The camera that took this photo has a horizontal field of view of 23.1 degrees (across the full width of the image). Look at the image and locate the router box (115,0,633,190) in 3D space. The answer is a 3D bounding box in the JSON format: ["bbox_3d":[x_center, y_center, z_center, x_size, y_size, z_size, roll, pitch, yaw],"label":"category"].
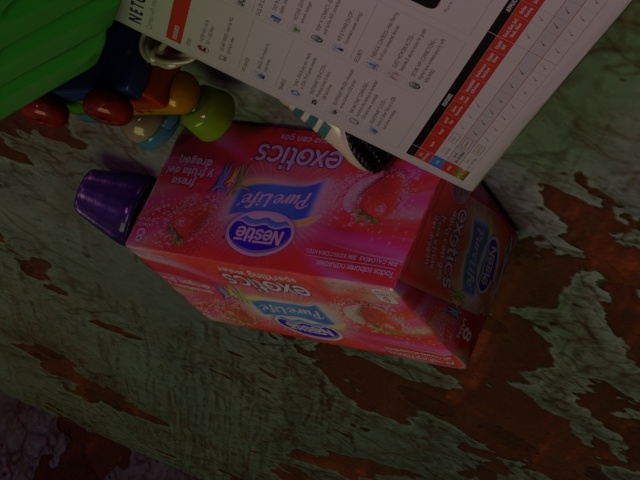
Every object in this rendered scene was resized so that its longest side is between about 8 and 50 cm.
[{"bbox_3d":[0.025,-0.182,1.010,0.301,0.082,0.335,26,159,-3],"label":"router box"}]

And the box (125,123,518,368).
[{"bbox_3d":[0.000,0.000,1.391,0.300,0.142,0.154,9,155,36],"label":"box"}]

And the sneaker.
[{"bbox_3d":[0.004,-0.116,1.251,0.075,0.057,0.161,28,168,43],"label":"sneaker"}]

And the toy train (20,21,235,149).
[{"bbox_3d":[-0.124,-0.127,1.296,0.248,0.105,0.143,3,161,44],"label":"toy train"}]

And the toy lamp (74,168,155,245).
[{"bbox_3d":[-0.121,-0.002,1.612,0.274,0.080,0.080,21,159,7],"label":"toy lamp"}]

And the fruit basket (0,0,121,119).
[{"bbox_3d":[-0.320,-0.200,0.970,0.283,0.392,0.392,68,159,8],"label":"fruit basket"}]
